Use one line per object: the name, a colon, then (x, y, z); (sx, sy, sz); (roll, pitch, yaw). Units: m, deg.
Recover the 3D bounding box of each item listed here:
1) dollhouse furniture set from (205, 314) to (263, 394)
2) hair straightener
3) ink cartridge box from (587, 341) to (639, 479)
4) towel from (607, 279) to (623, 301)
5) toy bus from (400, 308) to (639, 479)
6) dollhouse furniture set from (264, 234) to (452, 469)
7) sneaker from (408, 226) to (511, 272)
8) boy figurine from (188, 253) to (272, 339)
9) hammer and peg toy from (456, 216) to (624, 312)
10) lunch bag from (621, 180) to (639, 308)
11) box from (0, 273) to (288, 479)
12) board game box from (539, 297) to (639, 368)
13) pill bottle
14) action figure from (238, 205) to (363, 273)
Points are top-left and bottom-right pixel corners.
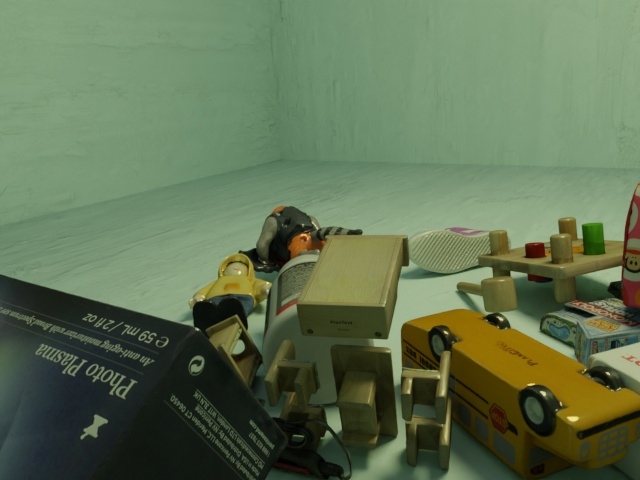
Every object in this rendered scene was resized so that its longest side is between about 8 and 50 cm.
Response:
dollhouse furniture set: (-0.183, 0.218, 0.835); (0.160, 0.101, 0.182); (-26, 13, 11)
hair straightener: (-0.068, 0.237, 0.679); (0.230, 0.089, 0.047); (6, 25, 28)
ink cartridge box: (0.493, 0.194, 0.628); (0.307, 0.129, 0.223); (-9, 17, -18)
towel: (0.742, 0.111, 1.010); (0.312, 0.056, 0.324); (-5, 16, -5)
toy bus: (0.229, 0.184, 0.723); (0.108, 0.130, 0.332); (-9, 16, -21)
dollhouse furniture set: (0.055, 0.135, 0.715); (0.212, 0.242, 0.161); (0, 28, 16)
sneaker: (0.304, 0.017, 1.395); (0.282, 0.102, 0.161); (1, 9, -25)
boy figurine: (-0.175, 0.107, 1.174); (0.177, 0.092, 0.285); (-7, 18, 4)
hammer and peg toy: (0.436, 0.036, 1.124); (0.361, 0.127, 0.266); (-10, 6, -17)
lunch bag: (0.600, -0.018, 0.928); (0.293, 0.258, 0.120); (-5, 12, -40)
box: (-0.238, 0.204, 0.450); (0.296, 0.183, 0.294); (6, 50, 34)
board game box: (0.469, 0.146, 0.938); (0.194, 0.060, 0.194); (-9, 16, -23)
pill bottle: (-0.010, 0.126, 0.929); (0.161, 0.161, 0.283); (-4, 15, -2)
action figure: (0.000, 0.000, 1.340); (0.341, 0.179, 0.330); (-6, 25, -37)
